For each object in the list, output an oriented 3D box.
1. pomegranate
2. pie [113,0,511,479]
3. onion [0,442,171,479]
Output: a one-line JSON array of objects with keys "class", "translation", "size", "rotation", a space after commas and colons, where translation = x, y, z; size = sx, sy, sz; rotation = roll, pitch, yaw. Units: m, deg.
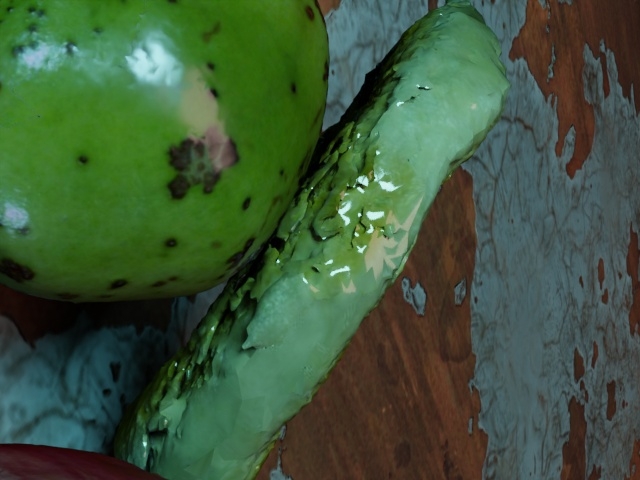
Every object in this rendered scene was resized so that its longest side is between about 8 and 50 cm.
[{"class": "pomegranate", "translation": [-0.102, -0.058, 0.622], "size": [0.248, 0.214, 0.214], "rotation": [110, 0, -62]}, {"class": "pie", "translation": [0.000, 0.000, 0.739], "size": [0.078, 0.296, 0.371], "rotation": [36, 49, -7]}, {"class": "onion", "translation": [-0.133, 0.254, 0.456], "size": [0.341, 0.341, 0.341], "rotation": [-11, 103, -60]}]
